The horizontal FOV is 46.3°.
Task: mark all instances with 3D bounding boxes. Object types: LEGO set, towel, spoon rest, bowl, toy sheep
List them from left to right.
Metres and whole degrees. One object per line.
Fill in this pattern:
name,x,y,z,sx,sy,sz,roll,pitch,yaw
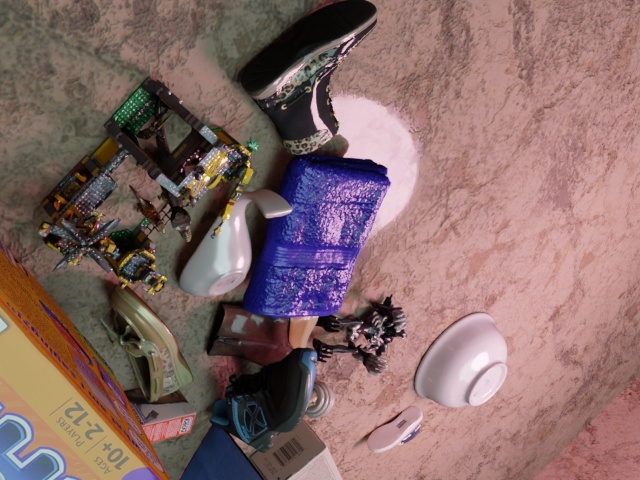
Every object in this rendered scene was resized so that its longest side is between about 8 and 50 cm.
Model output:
LEGO set,-0.219,-0.051,1.060,0.331,0.192,0.255,-42,141,-7
spoon rest,-0.146,0.005,1.243,0.137,0.084,0.276,-12,153,-43
toy sheep,-0.012,0.357,1.683,0.091,0.091,0.132,-53,155,6
towel,0.000,0.000,1.343,0.228,0.076,0.308,-2,118,-42
bowl,0.409,0.351,2.030,0.298,0.134,0.298,-24,135,-27

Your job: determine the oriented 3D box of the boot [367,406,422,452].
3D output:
boot,0.206,0.537,2.042,0.190,0.069,0.086,-27,134,-27

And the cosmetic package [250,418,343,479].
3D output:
cosmetic package,-0.041,0.581,1.816,0.160,0.113,0.309,-35,140,-16

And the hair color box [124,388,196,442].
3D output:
hair color box,-0.321,0.316,1.348,0.167,0.093,0.053,-3,123,-43

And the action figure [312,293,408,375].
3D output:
action figure,0.112,0.209,1.632,0.276,0.141,0.164,-1,110,-41

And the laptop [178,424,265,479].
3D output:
laptop,-0.275,0.623,1.415,0.408,0.382,0.236,-22,133,-29

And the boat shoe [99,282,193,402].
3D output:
boat shoe,-0.294,0.182,1.254,0.089,0.104,0.285,-37,141,-19

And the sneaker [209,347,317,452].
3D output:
sneaker,-0.110,0.301,1.422,0.140,0.125,0.341,24,135,-10

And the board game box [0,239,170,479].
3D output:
board game box,-0.446,0.219,0.862,0.356,0.356,0.356,-38,120,-13

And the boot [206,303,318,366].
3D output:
boot,-0.128,0.212,1.477,0.207,0.090,0.248,0,127,-27

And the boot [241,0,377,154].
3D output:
boot,0.003,-0.255,1.189,0.236,0.085,0.178,-36,142,-5
